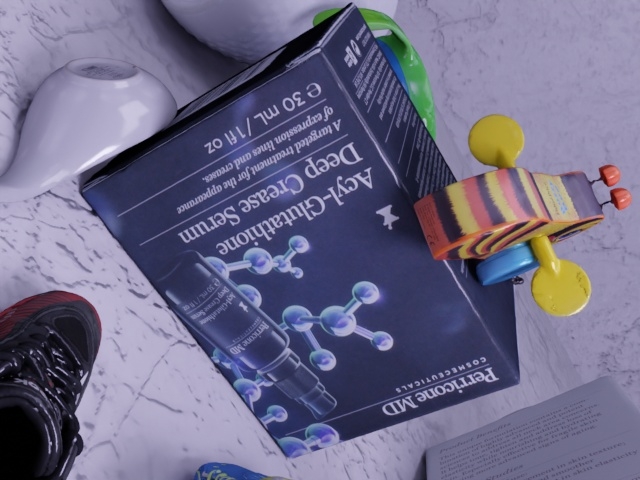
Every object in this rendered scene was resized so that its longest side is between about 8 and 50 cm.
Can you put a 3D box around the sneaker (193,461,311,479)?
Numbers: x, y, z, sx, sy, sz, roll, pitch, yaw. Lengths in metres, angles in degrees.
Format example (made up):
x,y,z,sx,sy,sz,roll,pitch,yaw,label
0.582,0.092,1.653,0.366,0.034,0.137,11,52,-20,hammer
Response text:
x,y,z,sx,sy,sz,roll,pitch,yaw,label
-0.074,0.239,0.613,0.240,0.126,0.091,50,49,-65,sneaker

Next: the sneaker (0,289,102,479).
x,y,z,sx,sy,sz,roll,pitch,yaw,label
-0.200,0.110,0.470,0.097,0.135,0.276,55,23,-16,sneaker

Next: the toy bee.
x,y,z,sx,sy,sz,roll,pitch,yaw,label
0.211,-0.038,0.710,0.195,0.162,0.298,61,24,-4,toy bee

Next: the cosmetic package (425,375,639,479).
x,y,z,sx,sy,sz,roll,pitch,yaw,label
0.357,0.439,0.980,0.327,0.329,0.394,64,11,-3,cosmetic package

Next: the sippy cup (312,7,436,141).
x,y,z,sx,sy,sz,roll,pitch,yaw,label
0.017,-0.170,1.052,0.240,0.224,0.305,-151,-128,-70,sippy cup

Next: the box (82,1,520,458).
x,y,z,sx,sy,sz,roll,pitch,yaw,label
0.000,0.000,0.801,0.395,0.294,0.212,56,25,-19,box

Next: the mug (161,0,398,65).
x,y,z,sx,sy,sz,roll,pitch,yaw,label
-0.070,-0.440,1.055,0.328,0.276,0.374,-10,112,-56,mug

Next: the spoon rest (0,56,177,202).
x,y,z,sx,sy,sz,roll,pitch,yaw,label
-0.237,-0.104,0.656,0.276,0.137,0.084,-49,153,-58,spoon rest
